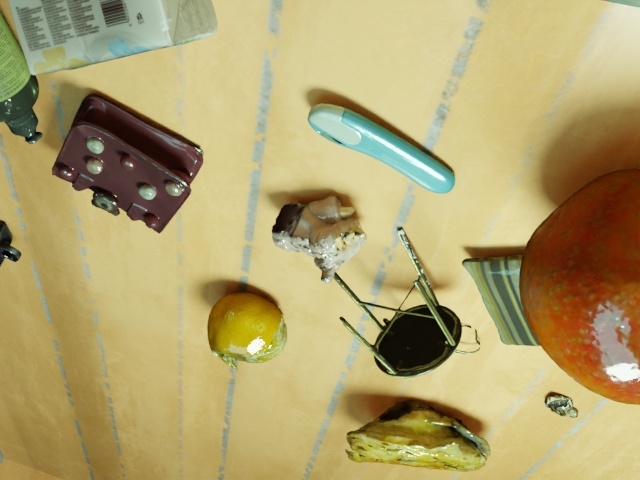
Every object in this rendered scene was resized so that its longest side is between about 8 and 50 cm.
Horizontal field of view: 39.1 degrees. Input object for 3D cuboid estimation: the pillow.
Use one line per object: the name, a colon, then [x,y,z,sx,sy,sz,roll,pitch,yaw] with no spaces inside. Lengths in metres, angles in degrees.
pillow: [0.340,0.090,1.331,0.212,0.052,0.208,-4,137,30]

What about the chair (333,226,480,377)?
chair: [0.148,0.146,1.402,0.160,0.170,0.325,-26,127,10]

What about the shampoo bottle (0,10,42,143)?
shampoo bottle: [-0.457,-0.239,1.245,0.101,0.101,0.284,9,146,18]

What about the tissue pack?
tissue pack: [-0.232,-0.292,1.036,0.229,0.145,0.159,-4,107,32]

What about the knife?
knife: [0.083,-0.121,1.186,0.222,0.031,0.064,27,143,-16]

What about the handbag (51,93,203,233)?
handbag: [-0.300,-0.107,1.377,0.203,0.074,0.216,30,146,-13]

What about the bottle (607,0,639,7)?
bottle: [0.221,-0.277,0.838,0.270,0.083,0.083,16,147,13]

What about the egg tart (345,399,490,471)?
egg tart: [0.197,0.396,1.803,0.297,0.132,0.297,8,159,3]

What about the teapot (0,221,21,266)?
teapot: [-0.656,0.015,1.742,0.177,0.087,0.096,10,150,16]

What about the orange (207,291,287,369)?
orange: [-0.136,0.166,1.634,0.157,0.134,0.156,29,153,16]

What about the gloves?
gloves: [0.001,-0.008,1.337,0.144,0.110,0.094,36,167,34]

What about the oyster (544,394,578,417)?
oyster: [0.428,0.299,1.615,0.054,0.019,0.083,-4,140,34]

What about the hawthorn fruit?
hawthorn fruit: [0.361,0.051,1.097,0.277,0.277,0.298,33,164,-18]
